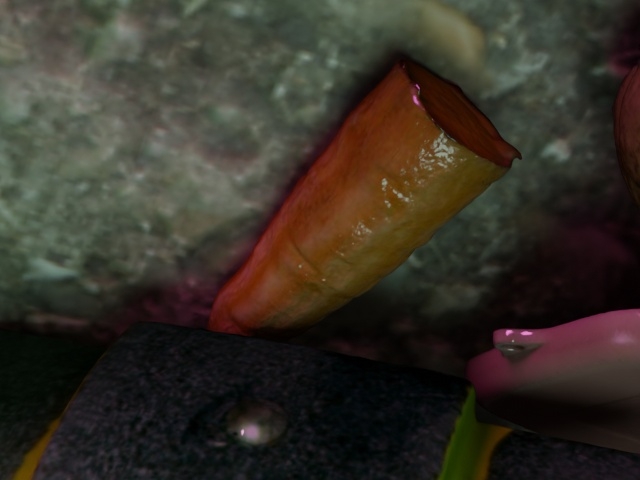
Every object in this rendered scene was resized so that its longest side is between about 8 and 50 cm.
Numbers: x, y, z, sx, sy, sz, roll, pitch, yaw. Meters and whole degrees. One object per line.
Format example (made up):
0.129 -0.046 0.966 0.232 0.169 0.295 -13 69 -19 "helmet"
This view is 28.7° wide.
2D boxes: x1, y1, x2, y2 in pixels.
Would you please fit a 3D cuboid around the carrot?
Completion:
0.000 0.000 0.602 0.072 0.072 0.205 32 124 -24 "carrot"

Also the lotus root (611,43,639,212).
0.211 -0.030 0.555 0.138 0.138 0.214 -29 127 15 "lotus root"

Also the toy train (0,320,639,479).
-0.028 0.183 0.610 0.442 0.179 0.272 9 127 15 "toy train"

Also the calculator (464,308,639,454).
0.230 0.092 0.627 0.329 0.048 0.220 16 161 -17 "calculator"
